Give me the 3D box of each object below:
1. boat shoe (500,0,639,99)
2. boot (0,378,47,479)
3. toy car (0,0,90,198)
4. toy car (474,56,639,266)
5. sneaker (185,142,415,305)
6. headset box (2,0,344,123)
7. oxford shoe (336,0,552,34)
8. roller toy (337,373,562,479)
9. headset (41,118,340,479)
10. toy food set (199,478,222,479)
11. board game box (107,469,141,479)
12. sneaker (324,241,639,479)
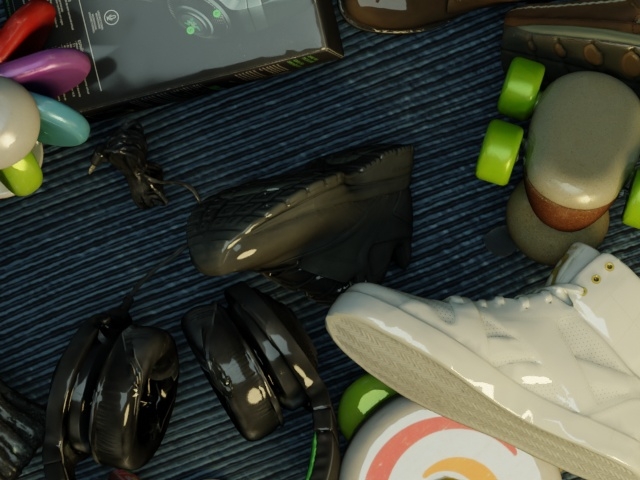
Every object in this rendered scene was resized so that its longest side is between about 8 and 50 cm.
[{"bbox_3d":[0.321,-0.168,1.626,0.324,0.122,0.120,8,57,11],"label":"boat shoe"},{"bbox_3d":[-0.328,0.086,1.579,0.260,0.131,0.348,43,136,6],"label":"boot"},{"bbox_3d":[-0.254,-0.129,1.511,0.136,0.159,0.182,-29,82,-12],"label":"toy car"},{"bbox_3d":[0.208,-0.038,1.604,0.155,0.188,0.149,18,52,6],"label":"toy car"},{"bbox_3d":[0.000,0.000,1.562,0.109,0.286,0.130,-4,100,38],"label":"sneaker"},{"bbox_3d":[-0.129,-0.248,1.617,0.283,0.131,0.246,-14,90,8],"label":"headset box"},{"bbox_3d":[0.124,-0.235,1.637,0.227,0.096,0.083,-14,90,4],"label":"oxford shoe"},{"bbox_3d":[0.112,0.215,1.603,0.209,0.146,0.191,6,90,2],"label":"roller toy"},{"bbox_3d":[-0.122,0.100,1.570,0.243,0.185,0.394,-12,61,2],"label":"headset"},{"bbox_3d":[-0.096,0.254,1.675,0.082,0.020,0.083,4,89,3],"label":"toy food set"},{"bbox_3d":[-0.113,0.333,1.593,0.281,0.027,0.145,36,103,32],"label":"board game box"},{"bbox_3d":[0.156,0.066,1.519,0.292,0.108,0.169,27,69,-12],"label":"sneaker"}]
